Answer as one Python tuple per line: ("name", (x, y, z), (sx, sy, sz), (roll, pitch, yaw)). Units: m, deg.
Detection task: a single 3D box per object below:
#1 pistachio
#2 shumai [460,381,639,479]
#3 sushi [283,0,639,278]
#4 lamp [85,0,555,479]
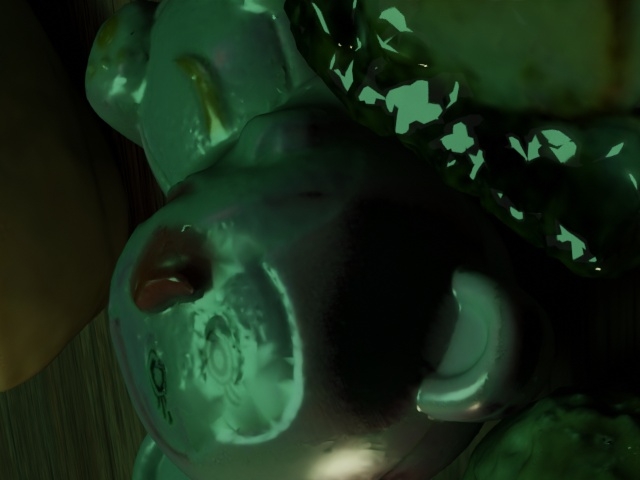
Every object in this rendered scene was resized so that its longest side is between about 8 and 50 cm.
("pistachio", (-0.333, -0.069, 1.158), (0.365, 0.281, 0.445), (115, 146, -61))
("shumai", (0.109, 0.188, 0.539), (0.260, 0.222, 0.225), (22, 125, 61))
("sushi", (0.136, -0.155, 0.324), (0.294, 0.178, 0.352), (43, 142, 20))
("lamp", (0.000, 0.000, 0.653), (0.247, 0.247, 0.301), (-28, 55, 29))
